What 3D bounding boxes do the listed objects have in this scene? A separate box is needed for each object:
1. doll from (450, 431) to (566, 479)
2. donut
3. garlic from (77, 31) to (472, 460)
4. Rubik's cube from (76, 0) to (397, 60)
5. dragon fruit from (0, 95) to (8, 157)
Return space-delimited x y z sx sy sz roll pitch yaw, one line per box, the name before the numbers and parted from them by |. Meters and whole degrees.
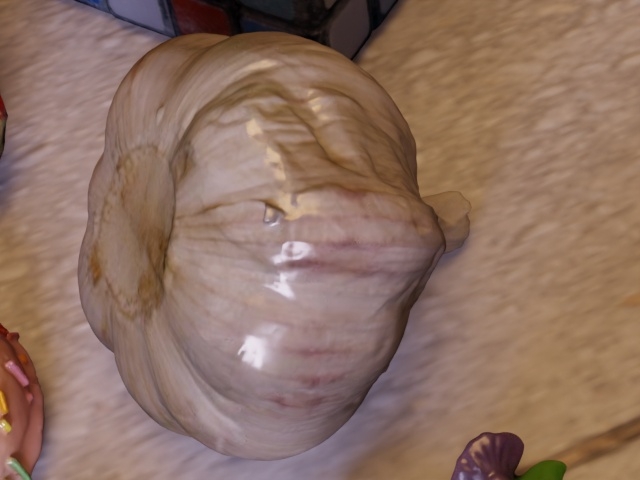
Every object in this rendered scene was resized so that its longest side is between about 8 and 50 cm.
doll | 0.050 0.160 0.691 0.190 0.050 0.115 -23 46 -5
donut | -0.213 0.073 0.791 0.166 0.065 0.117 14 58 17
garlic | 0.000 0.000 0.758 0.212 0.218 0.218 0 44 -35
Rubik's cube | -0.059 -0.315 0.917 0.292 0.293 0.287 22 60 22
dragon fruit | -0.385 -0.116 0.863 0.371 0.249 0.386 -21 55 -12
